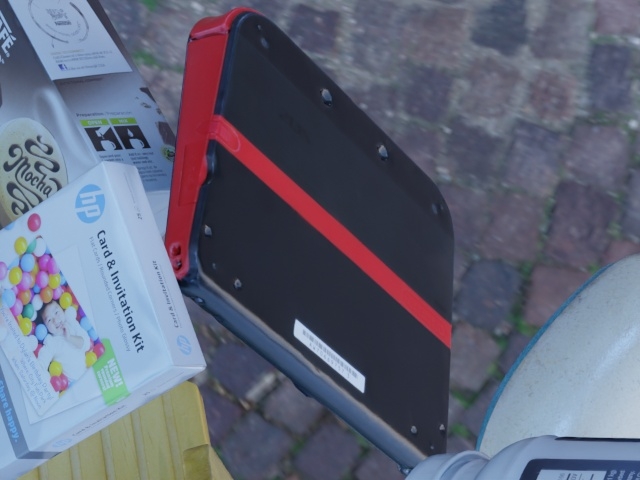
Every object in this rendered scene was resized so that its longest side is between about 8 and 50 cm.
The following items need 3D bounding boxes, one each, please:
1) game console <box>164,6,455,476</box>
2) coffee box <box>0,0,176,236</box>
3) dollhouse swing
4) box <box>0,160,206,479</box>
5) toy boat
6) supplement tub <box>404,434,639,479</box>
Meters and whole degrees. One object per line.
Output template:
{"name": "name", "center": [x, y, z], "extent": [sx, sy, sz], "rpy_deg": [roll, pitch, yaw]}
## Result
{"name": "game console", "center": [0.000, 0.000, 1.616], "extent": [0.060, 0.342, 0.386], "rpy_deg": [-21, 135, 32]}
{"name": "coffee box", "center": [-0.258, -0.116, 1.676], "extent": [0.119, 0.297, 0.168], "rpy_deg": [-7, 150, -47]}
{"name": "dollhouse swing", "center": [-0.268, 0.247, 1.786], "extent": [0.347, 0.315, 0.305], "rpy_deg": [-16, 63, 2]}
{"name": "box", "center": [-0.173, 0.056, 1.131], "extent": [0.186, 0.038, 0.145], "rpy_deg": [-30, 70, 27]}
{"name": "toy boat", "center": [0.234, 0.177, 1.323], "extent": [0.267, 0.148, 0.318], "rpy_deg": [-50, 122, -13]}
{"name": "supplement tub", "center": [0.187, 0.205, 0.971], "extent": [0.191, 0.272, 0.191], "rpy_deg": [7, 81, -60]}
